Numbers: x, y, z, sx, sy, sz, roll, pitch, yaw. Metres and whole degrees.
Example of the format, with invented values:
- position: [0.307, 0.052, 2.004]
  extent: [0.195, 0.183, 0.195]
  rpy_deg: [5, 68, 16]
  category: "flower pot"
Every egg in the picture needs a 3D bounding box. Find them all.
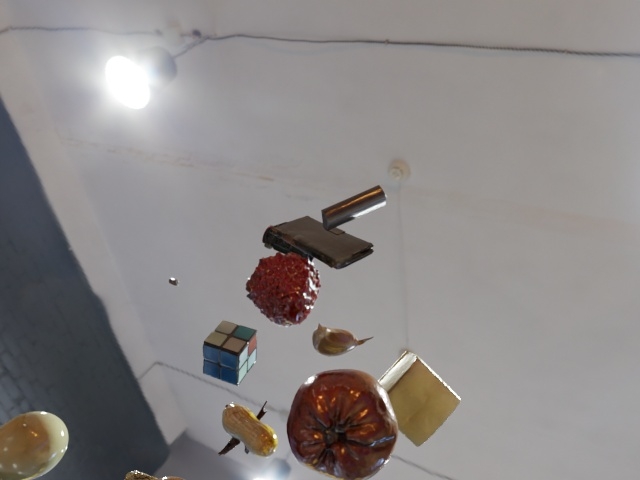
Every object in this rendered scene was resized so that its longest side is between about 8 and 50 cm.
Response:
- position: [-0.852, 0.598, 1.685]
  extent: [0.242, 0.186, 0.186]
  rpy_deg: [-29, -70, 2]
  category: "egg"

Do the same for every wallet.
- position: [0.000, 0.001, 1.816]
  extent: [0.317, 0.169, 0.044]
  rpy_deg: [26, -54, 43]
  category: "wallet"

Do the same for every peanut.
- position: [-0.194, 0.508, 1.564]
  extent: [0.207, 0.087, 0.087]
  rpy_deg: [25, -42, 42]
  category: "peanut"

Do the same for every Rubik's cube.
- position: [-0.374, 0.464, 2.423]
  extent: [0.167, 0.180, 0.183]
  rpy_deg: [16, -60, 15]
  category: "Rubik's cube"

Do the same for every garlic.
- position: [0.063, 0.339, 1.969]
  extent: [0.198, 0.090, 0.128]
  rpy_deg: [17, -39, -22]
  category: "garlic"

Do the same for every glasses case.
- position: [0.094, -0.089, 1.640]
  extent: [0.042, 0.191, 0.072]
  rpy_deg: [59, -12, 32]
  category: "glasses case"

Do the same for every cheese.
- position: [0.343, 0.578, 2.130]
  extent: [0.265, 0.242, 0.124]
  rpy_deg: [45, -1, -15]
  category: "cheese"

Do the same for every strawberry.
- position: [-0.105, 0.159, 1.705]
  extent: [0.234, 0.178, 0.233]
  rpy_deg: [-4, -67, -8]
  category: "strawberry"

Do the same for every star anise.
- position: [-0.198, 0.529, 1.641]
  extent: [0.158, 0.140, 0.144]
  rpy_deg: [6, -21, -23]
  category: "star anise"

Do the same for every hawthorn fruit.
- position: [0.062, 0.450, 1.471]
  extent: [0.277, 0.277, 0.298]
  rpy_deg: [33, 0, 9]
  category: "hawthorn fruit"

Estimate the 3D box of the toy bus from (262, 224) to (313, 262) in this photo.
- position: [-0.108, 0.008, 2.054]
  extent: [0.195, 0.089, 0.081]
  rpy_deg: [24, -78, -8]
  category: "toy bus"

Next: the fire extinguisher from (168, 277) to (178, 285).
- position: [-0.489, 0.136, 1.942]
  extent: [0.083, 0.022, 0.028]
  rpy_deg: [1, -65, 66]
  category: "fire extinguisher"

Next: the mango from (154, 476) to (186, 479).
- position: [-0.397, 0.680, 1.379]
  extent: [0.175, 0.254, 0.139]
  rpy_deg: [50, -9, 23]
  category: "mango"

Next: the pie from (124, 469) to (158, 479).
- position: [-0.663, 1.006, 2.327]
  extent: [0.274, 0.055, 0.274]
  rpy_deg: [15, -43, 15]
  category: "pie"
